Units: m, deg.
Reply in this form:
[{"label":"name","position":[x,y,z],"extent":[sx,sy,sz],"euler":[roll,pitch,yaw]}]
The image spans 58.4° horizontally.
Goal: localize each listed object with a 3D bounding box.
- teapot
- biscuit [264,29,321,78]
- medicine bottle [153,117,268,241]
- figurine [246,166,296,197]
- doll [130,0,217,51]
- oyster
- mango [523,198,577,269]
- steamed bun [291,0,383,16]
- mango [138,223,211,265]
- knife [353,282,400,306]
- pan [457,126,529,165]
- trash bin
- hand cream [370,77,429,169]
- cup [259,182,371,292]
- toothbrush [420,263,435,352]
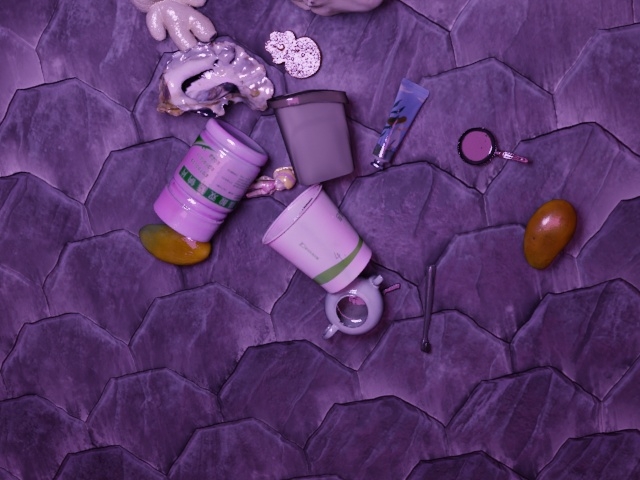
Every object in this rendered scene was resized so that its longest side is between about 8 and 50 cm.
[{"label":"teapot","position":[0.103,0.207,1.795],"extent":[0.193,0.129,0.294],"euler":[41,104,2]},{"label":"biscuit","position":[-0.078,-0.558,1.702],"extent":[0.175,0.026,0.124],"euler":[31,102,-2]},{"label":"medicine bottle","position":[-0.328,-0.180,1.716],"extent":[0.212,0.212,0.325],"euler":[38,102,-3]},{"label":"figurine","position":[-0.153,-0.183,1.779],"extent":[0.187,0.083,0.083],"euler":[-17,100,22]},{"label":"doll","position":[-0.439,-0.672,1.679],"extent":[0.278,0.149,0.175],"euler":[50,60,-19]},{"label":"oyster","position":[-0.325,-0.456,1.691],"extent":[0.351,0.115,0.238],"euler":[-22,80,-5]},{"label":"mango","position":[0.682,-0.017,1.716],"extent":[0.136,0.099,0.228],"euler":[16,112,-1]},{"label":"steamed bun","position":[-0.009,-0.769,1.536],"extent":[0.367,0.255,0.343],"euler":[9,85,-25]},{"label":"mango","position":[-0.466,0.012,1.836],"extent":[0.237,0.091,0.137],"euler":[0,102,12]},{"label":"knife","position":[0.182,0.179,1.848],"extent":[0.170,0.010,0.023],"euler":[-25,93,12]},{"label":"pan","position":[0.513,-0.267,1.700],"extent":[0.211,0.040,0.115],"euler":[17,103,9]},{"label":"trash bin","position":[-0.018,-0.307,1.655],"extent":[0.219,0.220,0.250],"euler":[-16,108,-5]},{"label":"hand cream","position":[0.226,-0.342,1.709],"extent":[0.091,0.058,0.272],"euler":[26,98,-4]},{"label":"cup","position":[0.000,0.000,1.720],"extent":[0.253,0.253,0.274],"euler":[-43,104,13]},{"label":"toothbrush","position":[0.345,0.219,1.832],"extent":[0.030,0.030,0.298],"euler":[-2,102,-20]}]
